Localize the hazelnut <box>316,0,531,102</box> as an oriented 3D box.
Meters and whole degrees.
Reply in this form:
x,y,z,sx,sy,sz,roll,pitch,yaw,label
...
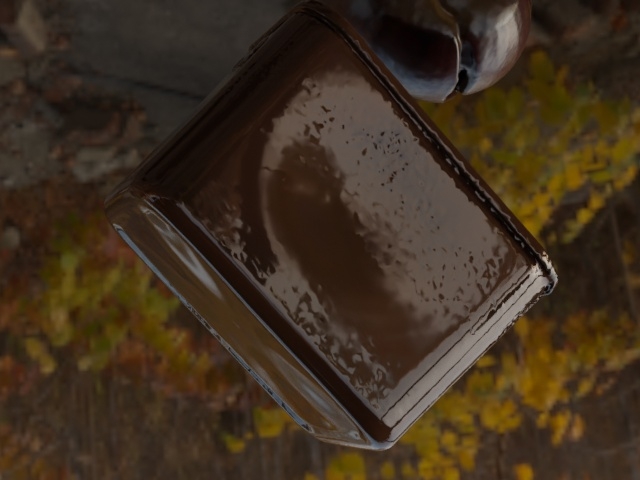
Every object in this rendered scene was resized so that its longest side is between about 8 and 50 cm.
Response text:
x,y,z,sx,sy,sz,roll,pitch,yaw,label
0.116,-0.260,1.469,0.234,0.218,0.218,34,159,1,hazelnut

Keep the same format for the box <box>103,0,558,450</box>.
x,y,z,sx,sy,sz,roll,pitch,yaw,label
0.000,0.000,1.233,0.229,0.339,0.239,-46,-171,-17,box
